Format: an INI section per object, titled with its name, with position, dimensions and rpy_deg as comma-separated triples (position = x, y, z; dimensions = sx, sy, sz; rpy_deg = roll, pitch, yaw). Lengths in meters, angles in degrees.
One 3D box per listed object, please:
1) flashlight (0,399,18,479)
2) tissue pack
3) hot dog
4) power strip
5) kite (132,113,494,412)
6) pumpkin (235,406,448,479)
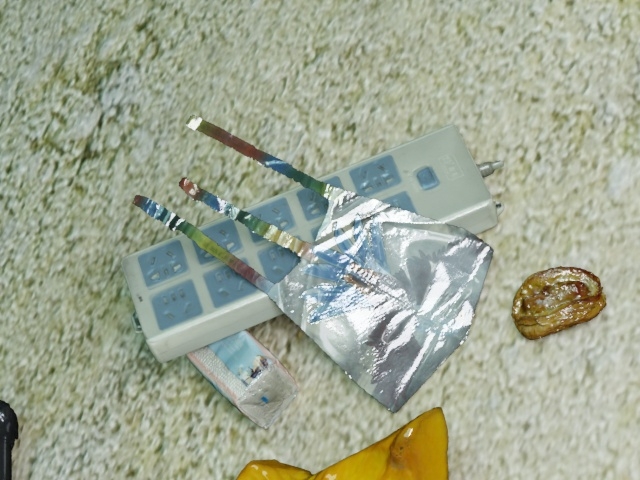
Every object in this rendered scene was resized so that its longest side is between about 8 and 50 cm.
[flashlight]
position = -0.325, 0.259, 1.668
dimensions = 0.093, 0.093, 0.232
rpy_deg = -22, 53, 19
[tissue pack]
position = -0.072, 0.116, 1.606
dimensions = 0.059, 0.074, 0.094
rpy_deg = -46, 54, -5
[hot dog]
position = 0.201, 0.054, 1.505
dimensions = 0.083, 0.035, 0.058
rpy_deg = -21, 53, 19
[power strip]
position = -0.005, -0.001, 1.595
dimensions = 0.367, 0.043, 0.106
rpy_deg = -22, 53, -1
[kite]
position = 0.000, 0.000, 1.543
dimensions = 0.310, 0.015, 0.169
rpy_deg = 36, 90, -5
[pumpkin]
position = -0.009, 0.292, 1.463
dimensions = 0.290, 0.095, 0.258
rpy_deg = -17, 62, 26
